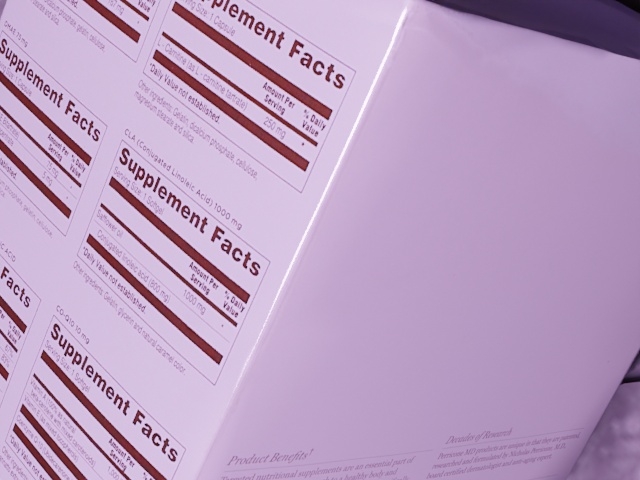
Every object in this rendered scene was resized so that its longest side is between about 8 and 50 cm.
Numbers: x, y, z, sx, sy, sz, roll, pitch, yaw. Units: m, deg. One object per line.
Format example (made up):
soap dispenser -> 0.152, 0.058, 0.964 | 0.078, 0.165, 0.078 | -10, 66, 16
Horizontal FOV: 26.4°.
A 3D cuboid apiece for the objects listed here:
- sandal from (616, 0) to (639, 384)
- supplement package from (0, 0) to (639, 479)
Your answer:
sandal -> 0.067, 0.008, 0.582 | 0.446, 0.107, 0.167 | -30, 69, 38
supplement package -> 0.000, 0.000, 0.438 | 0.149, 0.194, 0.203 | 39, 113, 37
